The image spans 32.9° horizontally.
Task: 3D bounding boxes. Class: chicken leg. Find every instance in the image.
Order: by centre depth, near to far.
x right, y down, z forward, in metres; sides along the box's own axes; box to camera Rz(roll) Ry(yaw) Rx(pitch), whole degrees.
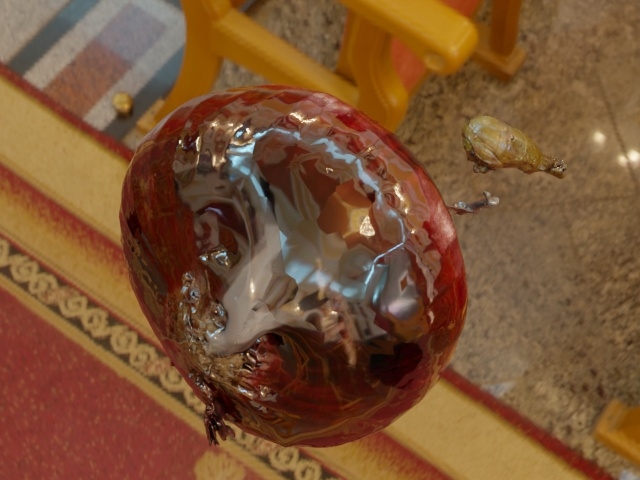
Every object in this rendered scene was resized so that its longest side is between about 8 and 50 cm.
[{"bbox_3d":[0.262,-0.117,1.483,0.178,0.093,0.070,12,67,-30],"label":"chicken leg"}]

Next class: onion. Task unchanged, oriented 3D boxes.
[{"bbox_3d":[-0.005,0.005,0.789,0.273,0.273,0.285,41,51,13],"label":"onion"}]
